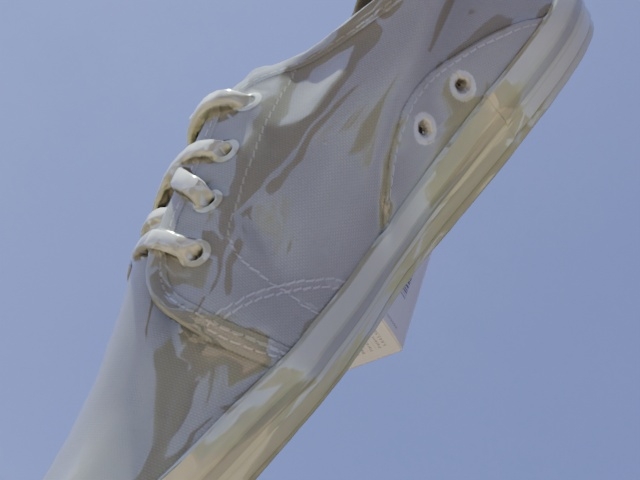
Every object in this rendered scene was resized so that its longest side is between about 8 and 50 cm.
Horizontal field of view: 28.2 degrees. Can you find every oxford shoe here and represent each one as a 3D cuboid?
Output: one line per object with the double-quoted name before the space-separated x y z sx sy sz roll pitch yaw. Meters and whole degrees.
"oxford shoe" -0.031 0.003 0.607 0.130 0.449 0.169 42 -24 -10

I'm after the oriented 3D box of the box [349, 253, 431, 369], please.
"box" 0.000 0.000 1.165 0.119 0.181 0.182 -23 -66 28
